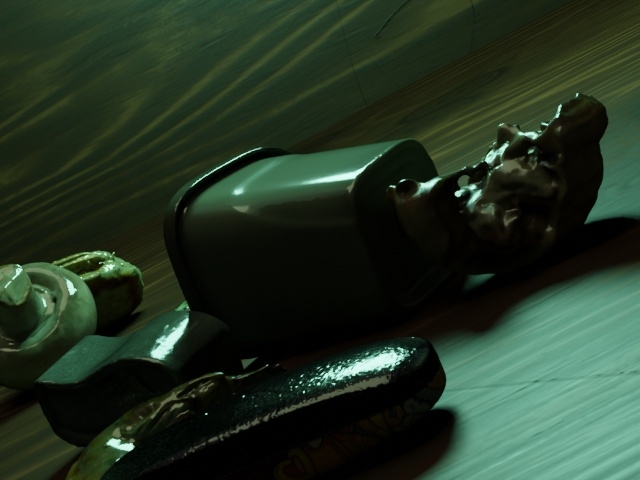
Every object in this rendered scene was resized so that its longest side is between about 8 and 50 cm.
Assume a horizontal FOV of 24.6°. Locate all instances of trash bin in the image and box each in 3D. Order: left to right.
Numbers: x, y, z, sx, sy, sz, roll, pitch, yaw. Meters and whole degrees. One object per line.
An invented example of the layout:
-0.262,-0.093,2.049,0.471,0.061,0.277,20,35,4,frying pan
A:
0.000,0.000,1.636,0.250,0.219,0.219,-10,20,39,trash bin

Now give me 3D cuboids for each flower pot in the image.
-0.205,0.157,1.649,0.229,0.103,0.108,-16,17,38,flower pot

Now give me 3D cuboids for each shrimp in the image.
-0.153,0.192,1.460,0.254,0.059,0.145,-26,12,9,shrimp

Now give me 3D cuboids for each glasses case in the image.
-0.046,0.165,1.228,0.321,0.082,0.122,-24,11,13,glasses case

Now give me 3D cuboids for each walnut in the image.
0.204,-0.048,1.514,0.238,0.141,0.204,-27,-2,15,walnut

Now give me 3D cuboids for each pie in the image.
-0.381,0.101,2.360,0.205,0.179,0.084,-26,53,-2,pie

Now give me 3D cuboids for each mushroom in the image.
-0.439,0.114,2.176,0.204,0.204,0.204,-27,10,5,mushroom

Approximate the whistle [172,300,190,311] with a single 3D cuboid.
-0.098,0.083,1.803,0.227,0.085,0.105,-29,19,-12,whistle
